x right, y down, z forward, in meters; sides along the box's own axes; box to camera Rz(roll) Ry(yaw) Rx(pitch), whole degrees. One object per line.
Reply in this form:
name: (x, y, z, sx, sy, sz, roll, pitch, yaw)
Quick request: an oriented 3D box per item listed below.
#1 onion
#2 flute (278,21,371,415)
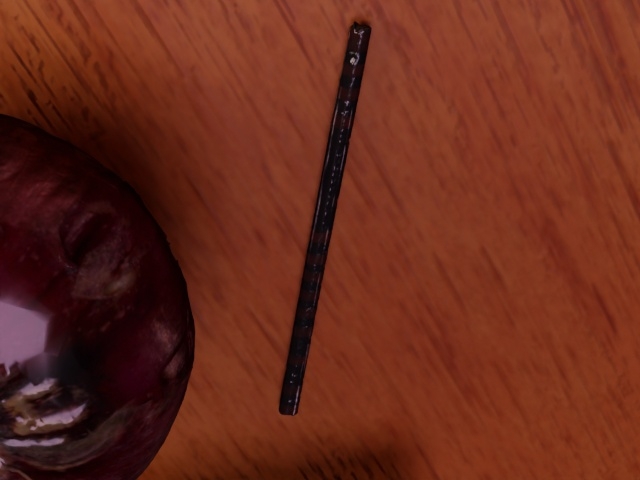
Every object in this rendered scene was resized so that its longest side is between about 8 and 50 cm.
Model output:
onion: (-0.180, 0.043, 0.591, 0.246, 0.190, 0.246, 11, 127, 16)
flute: (0.000, 0.000, 0.665, 0.014, 0.014, 0.269, 8, 122, -5)
